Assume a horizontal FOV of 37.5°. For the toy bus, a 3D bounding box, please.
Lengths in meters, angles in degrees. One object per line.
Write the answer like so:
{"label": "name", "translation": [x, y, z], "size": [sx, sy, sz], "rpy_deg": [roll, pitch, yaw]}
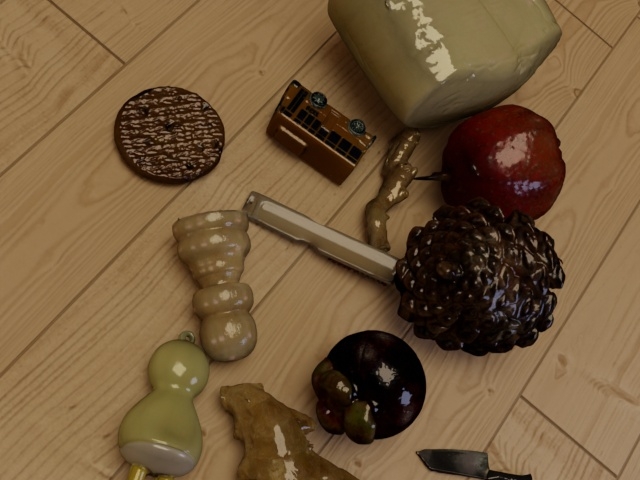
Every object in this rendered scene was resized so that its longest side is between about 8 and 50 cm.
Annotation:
{"label": "toy bus", "translation": [-0.007, -0.210, 1.852], "size": [0.201, 0.098, 0.114], "rpy_deg": [35, 62, -4]}

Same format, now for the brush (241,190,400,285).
{"label": "brush", "translation": [0.000, 0.000, 1.801], "size": [0.321, 0.050, 0.060], "rpy_deg": [26, 65, 1]}

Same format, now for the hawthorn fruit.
{"label": "hawthorn fruit", "translation": [0.329, -0.146, 1.870], "size": [0.300, 0.254, 0.254], "rpy_deg": [-5, 70, -4]}

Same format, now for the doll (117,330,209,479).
{"label": "doll", "translation": [-0.253, 0.285, 1.565], "size": [0.141, 0.117, 0.296], "rpy_deg": [23, 49, -16]}

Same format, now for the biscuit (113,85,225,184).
{"label": "biscuit", "translation": [-0.285, -0.199, 1.785], "size": [0.212, 0.036, 0.212], "rpy_deg": [6, 67, -15]}

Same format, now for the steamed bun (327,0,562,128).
{"label": "steamed bun", "translation": [0.249, -0.420, 1.918], "size": [0.455, 0.290, 0.371], "rpy_deg": [-23, 79, -35]}

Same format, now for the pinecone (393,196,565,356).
{"label": "pinecone", "translation": [0.301, 0.071, 1.751], "size": [0.296, 0.298, 0.242], "rpy_deg": [32, 17, -31]}

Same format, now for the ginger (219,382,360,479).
{"label": "ginger", "translation": [-0.026, 0.415, 1.578], "size": [0.363, 0.122, 0.348], "rpy_deg": [3, 76, -7]}

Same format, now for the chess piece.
{"label": "chess piece", "translation": [-0.171, 0.084, 1.662], "size": [0.142, 0.143, 0.261], "rpy_deg": [-8, 76, -22]}

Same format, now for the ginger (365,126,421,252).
{"label": "ginger", "translation": [0.145, -0.103, 1.875], "size": [0.089, 0.075, 0.288], "rpy_deg": [3, 62, 28]}

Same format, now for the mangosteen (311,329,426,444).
{"label": "mangosteen", "translation": [0.083, 0.253, 1.637], "size": [0.209, 0.210, 0.210], "rpy_deg": [7, 67, -16]}

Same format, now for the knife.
{"label": "knife", "translation": [0.284, 0.416, 1.741], "size": [0.230, 0.028, 0.060], "rpy_deg": [13, 53, -11]}
